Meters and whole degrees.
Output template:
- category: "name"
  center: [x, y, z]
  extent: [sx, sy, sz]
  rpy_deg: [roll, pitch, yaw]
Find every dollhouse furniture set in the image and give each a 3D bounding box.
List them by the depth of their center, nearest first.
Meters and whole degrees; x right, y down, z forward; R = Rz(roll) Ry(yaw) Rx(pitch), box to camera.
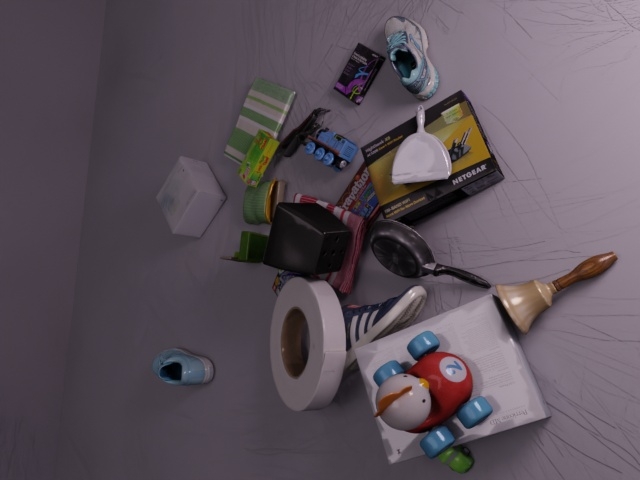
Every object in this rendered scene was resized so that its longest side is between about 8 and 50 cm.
- category: "dollhouse furniture set"
  center: [-0.243, -0.075, 1.861]
  extent: [0.198, 0.151, 0.301]
  rpy_deg: [1, 83, 44]

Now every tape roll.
- category: "tape roll"
  center: [-0.047, 0.298, 1.585]
  extent: [0.392, 0.072, 0.391]
  rpy_deg: [-20, 67, 60]

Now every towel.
- category: "towel"
  center: [0.000, 0.000, 1.669]
  extent: [0.329, 0.037, 0.236]
  rpy_deg: [25, 108, 46]
- category: "towel"
  center: [-0.226, -0.419, 1.985]
  extent: [0.248, 0.038, 0.324]
  rpy_deg: [34, 105, 40]

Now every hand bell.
- category: "hand bell"
  center: [0.518, 0.092, 1.167]
  extent: [0.242, 0.126, 0.126]
  rpy_deg: [-33, 61, 20]

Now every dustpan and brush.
- category: "dustpan and brush"
  center: [0.250, -0.244, 1.354]
  extent: [0.148, 0.060, 0.210]
  rpy_deg: [-4, 83, 21]

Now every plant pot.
- category: "plant pot"
  center: [-0.025, 0.006, 1.547]
  extent: [0.167, 0.188, 0.187]
  rpy_deg: [25, 107, 33]

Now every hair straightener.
- category: "hair straightener"
  center: [-0.046, -0.352, 1.802]
  extent: [0.230, 0.047, 0.089]
  rpy_deg: [-38, 59, 28]

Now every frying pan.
- category: "frying pan"
  center: [0.255, 0.068, 1.401]
  extent: [0.326, 0.053, 0.197]
  rpy_deg: [39, 151, 9]

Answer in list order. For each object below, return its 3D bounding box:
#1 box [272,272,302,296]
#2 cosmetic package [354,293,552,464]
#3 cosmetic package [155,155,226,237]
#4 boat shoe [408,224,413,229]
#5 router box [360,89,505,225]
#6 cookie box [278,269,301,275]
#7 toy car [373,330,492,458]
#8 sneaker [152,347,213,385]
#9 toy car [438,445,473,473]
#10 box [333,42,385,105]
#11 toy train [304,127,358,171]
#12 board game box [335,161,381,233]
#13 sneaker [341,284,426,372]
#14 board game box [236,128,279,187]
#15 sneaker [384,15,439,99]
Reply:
- category: "box"
  center: [-0.109, 0.139, 1.757]
  extent: [0.094, 0.027, 0.137]
  rpy_deg: [54, 136, 34]
- category: "cosmetic package"
  center: [0.294, 0.330, 1.273]
  extent: [0.378, 0.097, 0.284]
  rpy_deg: [-27, 63, 23]
- category: "cosmetic package"
  center: [-0.517, -0.170, 2.150]
  extent: [0.224, 0.138, 0.224]
  rpy_deg: [-52, 53, 25]
- category: "boat shoe"
  center: [0.231, -0.033, 1.478]
  extent: [0.049, 0.056, 0.152]
  rpy_deg: [-9, 76, 28]
- category: "router box"
  center: [0.279, -0.202, 1.401]
  extent: [0.309, 0.081, 0.242]
  rpy_deg: [-28, 65, 26]
- category: "cookie box"
  center: [-0.097, 0.053, 1.682]
  extent: [0.040, 0.092, 0.107]
  rpy_deg: [-38, 61, 39]
- category: "toy car"
  center: [0.201, 0.322, 1.134]
  extent: [0.210, 0.238, 0.219]
  rpy_deg: [-45, 60, 14]
- category: "sneaker"
  center: [-0.575, 0.484, 2.086]
  extent: [0.366, 0.150, 0.135]
  rpy_deg: [-10, 76, 42]
- category: "toy car"
  center: [0.281, 0.474, 1.340]
  extent: [0.225, 0.053, 0.239]
  rpy_deg: [47, 115, 38]
- category: "box"
  center: [0.118, -0.516, 1.676]
  extent: [0.116, 0.029, 0.162]
  rpy_deg: [45, 113, 38]
- category: "toy train"
  center: [0.030, -0.288, 1.693]
  extent: [0.184, 0.080, 0.105]
  rpy_deg: [38, 100, 43]
- category: "board game box"
  center: [0.119, -0.108, 1.610]
  extent: [0.281, 0.027, 0.145]
  rpy_deg: [-57, 49, 21]
- category: "sneaker"
  center: [0.134, 0.208, 1.471]
  extent: [0.350, 0.131, 0.148]
  rpy_deg: [-48, 58, 27]
- category: "board game box"
  center: [-0.220, -0.288, 1.895]
  extent: [0.092, 0.043, 0.181]
  rpy_deg: [47, 113, 44]
- category: "sneaker"
  center: [0.237, -0.528, 1.500]
  extent: [0.110, 0.122, 0.282]
  rpy_deg: [-36, 60, 33]
